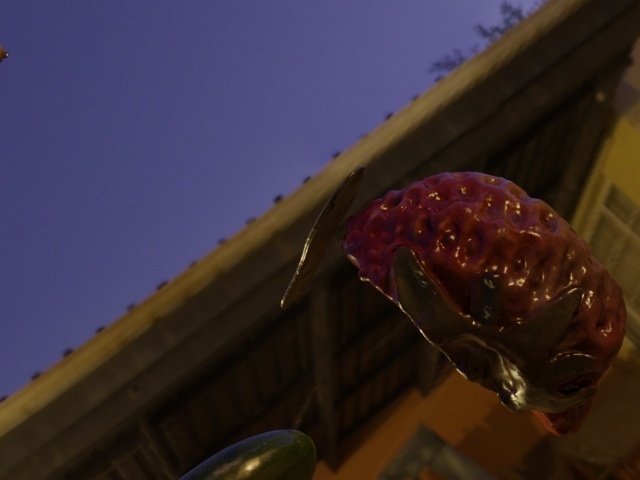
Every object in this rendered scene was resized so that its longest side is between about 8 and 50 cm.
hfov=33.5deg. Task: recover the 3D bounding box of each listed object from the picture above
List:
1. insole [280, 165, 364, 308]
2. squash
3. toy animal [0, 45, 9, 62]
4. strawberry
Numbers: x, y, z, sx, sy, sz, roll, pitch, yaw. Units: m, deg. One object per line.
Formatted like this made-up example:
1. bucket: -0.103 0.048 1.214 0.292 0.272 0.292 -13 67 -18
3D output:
1. insole: 0.000 0.000 1.020 0.065 0.006 0.193 -39 -18 -44
2. squash: -0.105 0.205 0.686 0.258 0.069 0.069 -36 -23 -17
3. toy animal: -0.281 -0.127 0.758 0.089 0.083 0.150 18 -76 -55
4. strawberry: 0.153 0.028 0.962 0.149 0.265 0.336 -51 9 6
